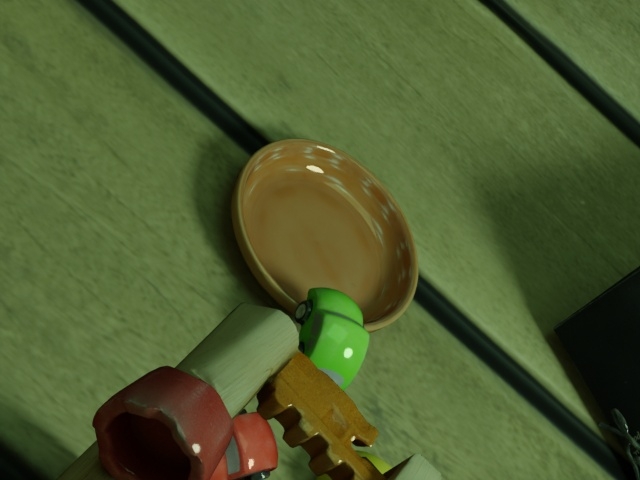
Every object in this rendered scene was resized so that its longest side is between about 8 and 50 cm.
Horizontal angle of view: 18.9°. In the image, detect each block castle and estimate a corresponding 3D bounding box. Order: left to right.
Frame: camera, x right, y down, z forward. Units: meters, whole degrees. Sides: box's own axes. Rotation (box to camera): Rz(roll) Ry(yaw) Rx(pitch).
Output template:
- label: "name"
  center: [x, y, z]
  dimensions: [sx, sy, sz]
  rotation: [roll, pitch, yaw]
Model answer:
- label: "block castle"
  center: [-0.020, 0.299, 1.352]
  dimensions: [0.453, 0.303, 0.213]
  rotation: [46, 45, -2]

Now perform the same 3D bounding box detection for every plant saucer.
- label: "plant saucer"
  center: [0.000, 0.000, 1.762]
  dimensions: [0.200, 0.037, 0.200]
  rotation: [21, 51, -28]

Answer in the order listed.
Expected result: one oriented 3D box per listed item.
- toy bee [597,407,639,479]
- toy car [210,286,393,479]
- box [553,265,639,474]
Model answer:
- label: "toy bee"
  center: [0.298, 0.311, 1.721]
  dimensions: [0.298, 0.162, 0.195]
  rotation: [51, 8, 8]
- label: "toy car"
  center: [-0.001, 0.136, 1.628]
  dimensions: [0.239, 0.053, 0.225]
  rotation: [25, 60, -24]
- label: "box"
  center: [0.437, 0.139, 1.908]
  dimensions: [0.296, 0.183, 0.294]
  rotation: [-17, 74, -45]
